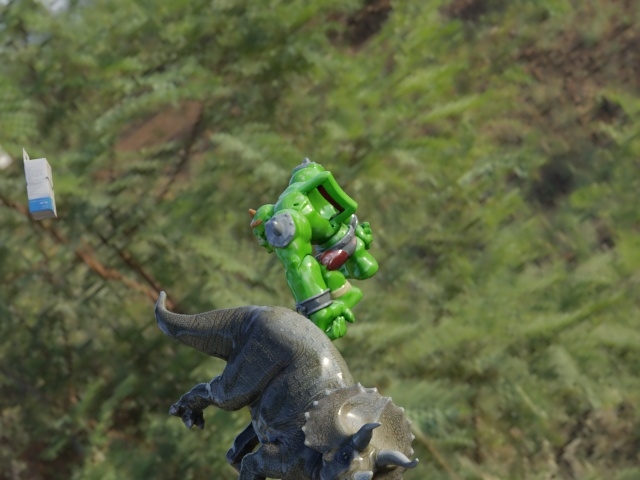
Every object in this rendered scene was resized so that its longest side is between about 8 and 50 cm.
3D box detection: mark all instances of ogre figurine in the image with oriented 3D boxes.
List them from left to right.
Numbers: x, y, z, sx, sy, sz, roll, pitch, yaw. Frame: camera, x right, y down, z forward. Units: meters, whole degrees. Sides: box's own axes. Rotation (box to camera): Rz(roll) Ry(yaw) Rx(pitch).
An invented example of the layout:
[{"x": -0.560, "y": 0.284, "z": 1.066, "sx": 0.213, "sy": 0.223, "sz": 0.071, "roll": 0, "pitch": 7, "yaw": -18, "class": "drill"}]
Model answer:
[{"x": 0.000, "y": 0.000, "z": 1.217, "sx": 0.096, "sy": 0.118, "sz": 0.197, "roll": -14, "pitch": 25, "yaw": 40, "class": "ogre figurine"}]

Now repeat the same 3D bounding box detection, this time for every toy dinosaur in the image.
[{"x": -0.027, "y": 0.129, "z": 1.069, "sx": 0.160, "sy": 0.121, "sz": 0.313, "roll": -50, "pitch": 43, "yaw": 13, "class": "toy dinosaur"}]

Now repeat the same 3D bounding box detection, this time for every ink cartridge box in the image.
[{"x": -0.350, "y": -0.072, "z": 1.675, "sx": 0.028, "sy": 0.083, "sz": 0.048, "roll": -8, "pitch": -11, "yaw": -5, "class": "ink cartridge box"}]
